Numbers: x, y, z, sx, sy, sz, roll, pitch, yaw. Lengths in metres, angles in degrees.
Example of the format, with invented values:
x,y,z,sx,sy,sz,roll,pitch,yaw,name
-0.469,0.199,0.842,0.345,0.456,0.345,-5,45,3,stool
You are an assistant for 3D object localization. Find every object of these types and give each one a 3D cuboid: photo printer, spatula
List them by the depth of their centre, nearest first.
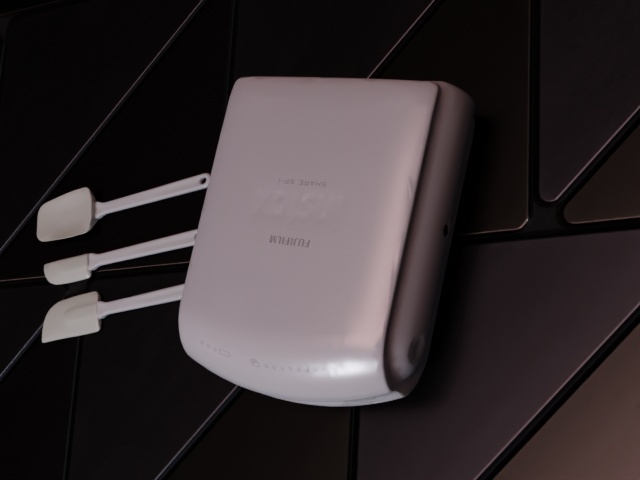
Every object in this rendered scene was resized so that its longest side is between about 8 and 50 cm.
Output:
x,y,z,sx,sy,sz,roll,pitch,yaw,name
0.000,0.000,1.174,0.256,0.107,0.307,7,79,33,photo printer
-0.217,0.011,1.359,0.242,0.019,0.168,-14,68,28,spatula
